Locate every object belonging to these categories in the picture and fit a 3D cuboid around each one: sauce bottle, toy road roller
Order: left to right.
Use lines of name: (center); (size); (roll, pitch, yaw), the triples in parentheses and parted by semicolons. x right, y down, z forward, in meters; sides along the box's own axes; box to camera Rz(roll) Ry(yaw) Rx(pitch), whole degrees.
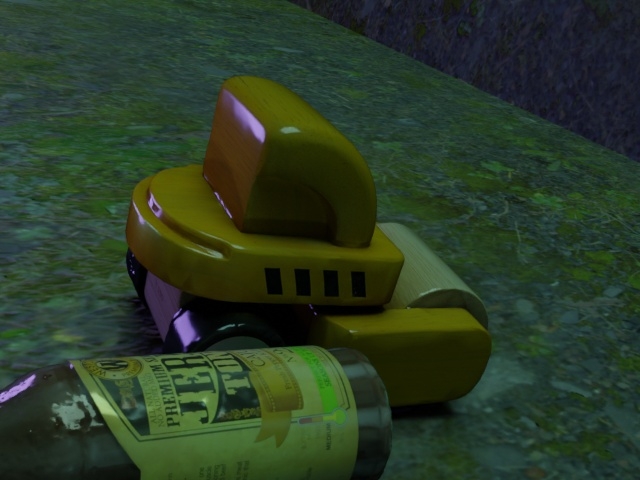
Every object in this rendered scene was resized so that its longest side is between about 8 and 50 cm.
sauce bottle: (-0.117, 0.128, 0.517); (0.344, 0.111, 0.111); (0, 28, -33)
toy road roller: (0.000, 0.000, 0.711); (0.329, 0.241, 0.202); (4, 27, -27)
